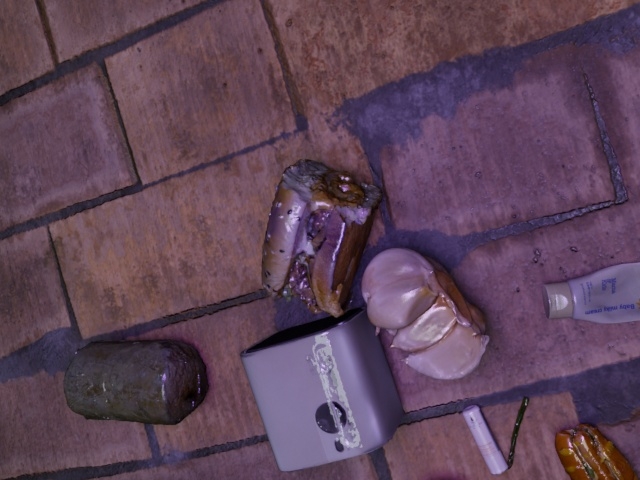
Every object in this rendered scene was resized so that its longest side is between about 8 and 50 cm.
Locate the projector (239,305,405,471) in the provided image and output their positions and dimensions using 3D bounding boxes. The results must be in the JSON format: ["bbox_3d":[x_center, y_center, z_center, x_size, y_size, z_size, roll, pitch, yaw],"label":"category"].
[{"bbox_3d":[0.008,0.297,1.268,0.248,0.248,0.249,-19,89,20],"label":"projector"}]

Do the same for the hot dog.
[{"bbox_3d":[0.562,0.481,1.195,0.115,0.072,0.269,-35,84,10],"label":"hot dog"}]

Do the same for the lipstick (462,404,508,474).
[{"bbox_3d":[0.341,0.413,1.277,0.040,0.040,0.141,-27,85,19],"label":"lipstick"}]

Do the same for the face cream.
[{"bbox_3d":[0.546,0.104,1.174,0.224,0.070,0.114,-6,93,10],"label":"face cream"}]

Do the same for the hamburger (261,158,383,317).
[{"bbox_3d":[0.000,0.000,1.214,0.195,0.318,0.277,19,107,7],"label":"hamburger"}]

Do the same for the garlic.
[{"bbox_3d":[0.196,0.138,1.236,0.281,0.185,0.203,44,117,-12],"label":"garlic"}]

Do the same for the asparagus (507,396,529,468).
[{"bbox_3d":[0.404,0.399,1.267,0.016,0.016,0.163,11,98,-2],"label":"asparagus"}]

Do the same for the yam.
[{"bbox_3d":[-0.428,0.332,1.453,0.300,0.195,0.195,-3,94,20],"label":"yam"}]
